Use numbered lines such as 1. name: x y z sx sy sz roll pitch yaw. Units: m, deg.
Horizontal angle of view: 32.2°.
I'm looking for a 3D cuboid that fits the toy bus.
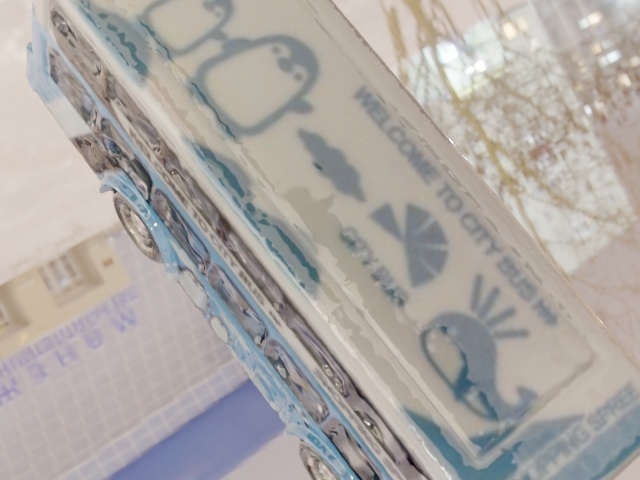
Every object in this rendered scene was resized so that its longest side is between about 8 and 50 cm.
1. toy bus: 0.000 0.000 0.450 0.106 0.297 0.131 -35 169 -23
